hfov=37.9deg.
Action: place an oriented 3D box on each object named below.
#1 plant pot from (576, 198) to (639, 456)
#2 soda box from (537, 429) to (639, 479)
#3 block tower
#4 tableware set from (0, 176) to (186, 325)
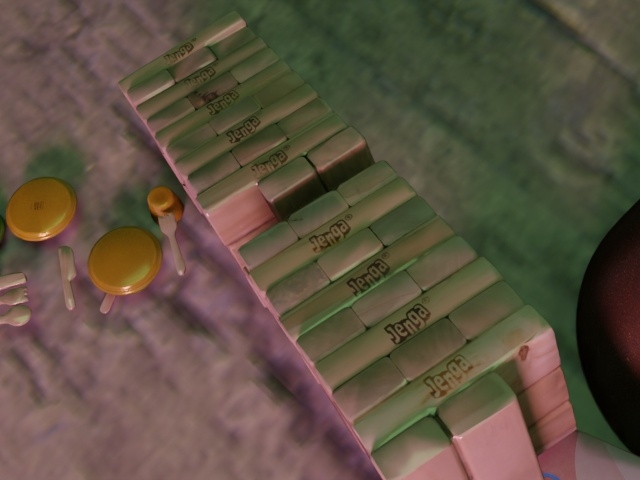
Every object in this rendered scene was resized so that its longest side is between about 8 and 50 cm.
[{"bbox_3d":[0.252,0.012,0.448,0.216,0.230,0.215,-2,67,5],"label":"plant pot"},{"bbox_3d":[0.160,0.164,0.465,0.263,0.092,0.083,23,67,15],"label":"soda box"},{"bbox_3d":[0.000,0.000,0.493,0.091,0.097,0.335,-32,47,-6],"label":"block tower"},{"bbox_3d":[-0.163,0.002,0.602,0.154,0.024,0.104,-16,63,-1],"label":"tableware set"}]
